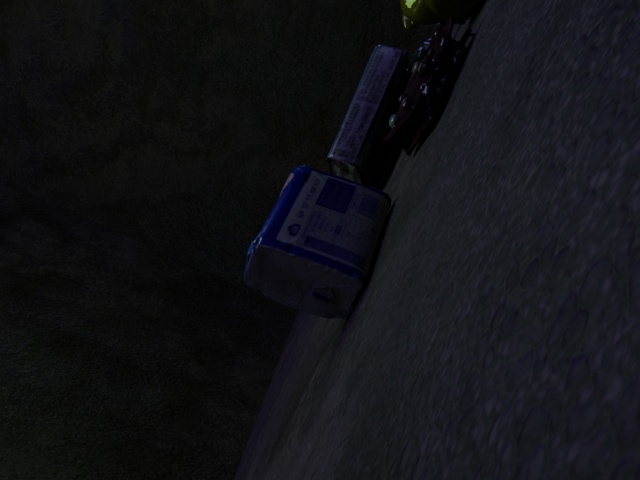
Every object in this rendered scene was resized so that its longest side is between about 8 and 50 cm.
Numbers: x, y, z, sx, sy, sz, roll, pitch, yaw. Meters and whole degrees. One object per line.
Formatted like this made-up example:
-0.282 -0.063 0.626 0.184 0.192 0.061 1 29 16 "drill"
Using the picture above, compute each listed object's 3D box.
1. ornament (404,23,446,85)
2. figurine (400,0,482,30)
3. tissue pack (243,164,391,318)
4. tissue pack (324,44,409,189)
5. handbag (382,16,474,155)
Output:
0.288 -0.505 1.819 0.202 0.080 0.236 97 -165 -79 "ornament"
0.271 -0.543 1.426 0.327 0.218 0.169 139 116 -70 "figurine"
0.000 0.000 1.341 0.269 0.209 0.137 -69 -6 -52 "tissue pack"
0.134 -0.293 1.931 0.259 0.122 0.361 70 -138 -65 "tissue pack"
0.196 -0.281 1.379 0.216 0.074 0.203 120 174 -74 "handbag"
